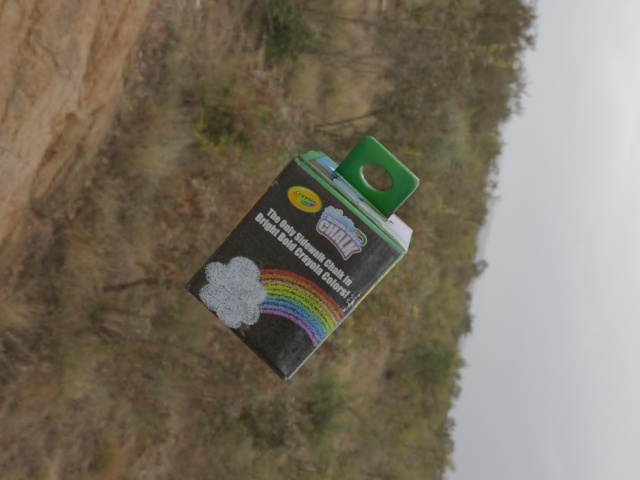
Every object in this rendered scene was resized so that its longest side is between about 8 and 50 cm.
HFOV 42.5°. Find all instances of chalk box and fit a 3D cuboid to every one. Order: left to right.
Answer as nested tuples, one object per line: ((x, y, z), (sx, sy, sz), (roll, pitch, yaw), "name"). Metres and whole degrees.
((0.000, 0.000, 1.058), (0.289, 0.180, 0.179), (-48, 179, 11), "chalk box")
